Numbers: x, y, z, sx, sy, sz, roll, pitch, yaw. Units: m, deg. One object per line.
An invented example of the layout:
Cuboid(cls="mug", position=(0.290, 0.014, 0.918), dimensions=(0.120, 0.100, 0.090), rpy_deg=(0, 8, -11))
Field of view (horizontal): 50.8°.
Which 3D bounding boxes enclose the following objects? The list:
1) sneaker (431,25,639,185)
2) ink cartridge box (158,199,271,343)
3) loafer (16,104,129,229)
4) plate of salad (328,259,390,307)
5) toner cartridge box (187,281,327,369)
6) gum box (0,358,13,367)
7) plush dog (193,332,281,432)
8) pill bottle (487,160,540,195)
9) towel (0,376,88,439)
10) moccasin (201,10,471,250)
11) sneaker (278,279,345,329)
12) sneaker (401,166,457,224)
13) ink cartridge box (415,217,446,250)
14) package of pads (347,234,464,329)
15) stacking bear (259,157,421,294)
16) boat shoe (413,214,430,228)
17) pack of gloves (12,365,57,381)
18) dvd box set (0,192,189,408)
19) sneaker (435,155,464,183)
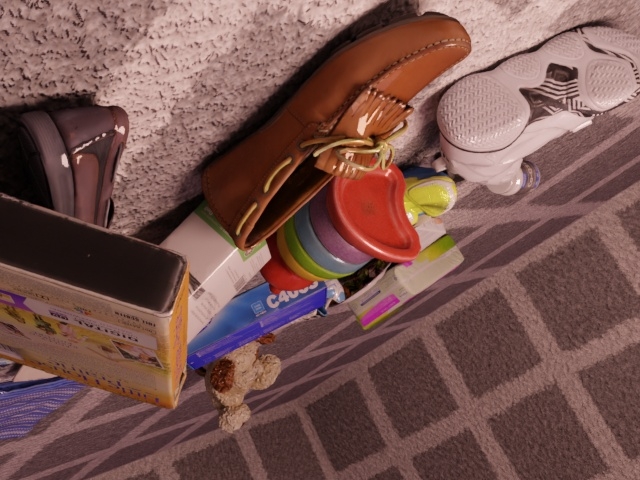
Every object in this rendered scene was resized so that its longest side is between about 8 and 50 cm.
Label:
Cuboid(cls="sneaker", position=(0.344, -0.207, 1.087), dimensions=(0.365, 0.137, 0.210), rpy_deg=(-20, 163, -8))
Cuboid(cls="ink cartridge box", position=(-0.182, 0.053, 0.970), dimensions=(0.219, 0.092, 0.160), rpy_deg=(-46, 167, -13))
Cuboid(cls="loafer", position=(-0.251, -0.032, 0.717), dimensions=(0.095, 0.109, 0.302), rpy_deg=(-25, 162, -28))
Cuboid(cls="plate of salad", position=(0.095, 0.102, 1.722), dimensions=(0.199, 0.048, 0.200), rpy_deg=(-37, -177, 3))
Cuboid(cls="toner cartridge box", position=(-0.154, 0.170, 1.513), dimensions=(0.347, 0.075, 0.165), rpy_deg=(-26, 162, -9))
Cuboid(cls="gum box", position=(-0.428, 0.119, 0.987), dimensions=(0.184, 0.041, 0.157), rpy_deg=(-28, 164, -3))
Cuboid(cls="plush dog", position=(-0.228, 0.334, 1.783), dimensions=(0.262, 0.210, 0.225), rpy_deg=(-51, 168, -45))
Cuboid(cls="pill bottle", position=(0.428, -0.140, 1.506), dimensions=(0.137, 0.078, 0.078), rpy_deg=(-9, 155, -49))
Cuboid(cls="towel", position=(-0.633, 0.356, 1.374), dimensions=(0.336, 0.040, 0.243), rpy_deg=(-37, 160, 28))
Cuboid(cls="moccasin", position=(0.017, -0.119, 0.798), dimensions=(0.380, 0.147, 0.139), rpy_deg=(-34, 162, 19))
Cuboid(cls="sneaker", position=(-0.038, 0.171, 1.682), dimensions=(0.237, 0.086, 0.085), rpy_deg=(-37, 163, 31))
Cuboid(cls="sneaker", position=(0.129, -0.072, 1.214), dimensions=(0.240, 0.091, 0.126), rpy_deg=(-8, -158, 18))
Cuboid(cls="ink cartridge box", position=(0.189, -0.009, 1.619), dimensions=(0.179, 0.045, 0.145), rpy_deg=(10, 143, -36))
Cuboid(cls="package of pads", position=(0.233, 0.116, 1.847), dimensions=(0.296, 0.101, 0.229), rpy_deg=(-25, 167, -46))
Cuboid(cls="stacking bear", position=(0.000, 0.000, 1.127), dimensions=(0.164, 0.176, 0.289), rpy_deg=(5, 155, -37))
Cuboid(cls="boat shoe", position=(0.191, -0.041, 1.479), dimensions=(0.137, 0.049, 0.043), rpy_deg=(-32, 166, 21))
Cuboid(cls="pack of gloves", position=(-0.420, 0.172, 1.191), dimensions=(0.195, 0.046, 0.232), rpy_deg=(1, 146, -37))
Cuboid(cls="dvd box set", position=(-0.291, 0.072, 0.712), dimensions=(0.307, 0.062, 0.420), rpy_deg=(18, 154, -2))
Cuboid(cls="sneaker", position=(0.274, -0.147, 1.299), dimensions=(0.089, 0.051, 0.170), rpy_deg=(-30, 168, 6))
